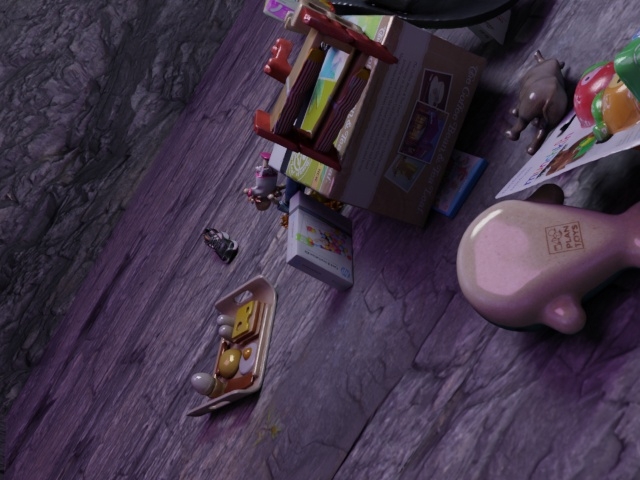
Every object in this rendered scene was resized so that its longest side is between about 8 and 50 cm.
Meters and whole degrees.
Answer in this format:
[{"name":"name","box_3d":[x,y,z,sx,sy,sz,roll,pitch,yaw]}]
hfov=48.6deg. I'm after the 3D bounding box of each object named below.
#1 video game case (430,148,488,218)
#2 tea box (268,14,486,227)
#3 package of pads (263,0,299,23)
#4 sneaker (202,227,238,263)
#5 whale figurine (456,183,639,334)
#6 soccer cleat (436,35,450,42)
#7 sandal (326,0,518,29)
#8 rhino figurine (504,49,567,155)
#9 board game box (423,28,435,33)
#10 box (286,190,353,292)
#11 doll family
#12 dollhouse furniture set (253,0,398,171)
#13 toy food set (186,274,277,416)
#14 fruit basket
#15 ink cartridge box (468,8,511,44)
[{"name":"video game case","box_3d":[0.231,-0.114,1.323,0.119,0.015,0.166,-58,27,4]},{"name":"tea box","box_3d":[0.094,-0.239,1.367,0.323,0.220,0.328,32,105,61]},{"name":"package of pads","box_3d":[-0.019,-0.746,2.079,0.296,0.229,0.101,-46,28,49]},{"name":"sneaker","box_3d":[-0.299,0.010,2.043,0.072,0.077,0.178,-61,27,1]},{"name":"whale figurine","box_3d":[0.321,0.028,0.934,0.272,0.141,0.216,-16,57,24]},{"name":"soccer cleat","box_3d":[0.244,-0.391,1.503,0.068,0.076,0.196,-44,31,28]},{"name":"sandal","box_3d":[0.160,-0.493,1.342,0.446,0.107,0.167,7,64,19]},{"name":"rhino figurine","box_3d":[0.355,-0.237,1.144,0.243,0.073,0.106,-65,-5,-52]},{"name":"board game box","box_3d":[0.298,-0.558,1.630,0.154,0.026,0.103,-36,36,40]},{"name":"box","box_3d":[0.000,0.000,1.464,0.038,0.145,0.186,-41,32,36]},{"name":"doll family","box_3d":[-0.035,-0.108,1.587,0.118,0.263,0.163,37,126,42]},{"name":"dollhouse furniture set","box_3d":[-0.004,-0.294,1.225,0.201,0.152,0.374,-62,15,22]},{"name":"toy food set","box_3d":[-0.214,0.245,1.650,0.220,0.092,0.306,-33,38,43]},{"name":"fruit basket","box_3d":[0.404,-0.202,0.885,0.327,0.165,0.353,-44,13,-25]},{"name":"ink cartridge box","box_3d":[0.325,-0.473,1.413,0.060,0.104,0.180,-17,49,52]}]
